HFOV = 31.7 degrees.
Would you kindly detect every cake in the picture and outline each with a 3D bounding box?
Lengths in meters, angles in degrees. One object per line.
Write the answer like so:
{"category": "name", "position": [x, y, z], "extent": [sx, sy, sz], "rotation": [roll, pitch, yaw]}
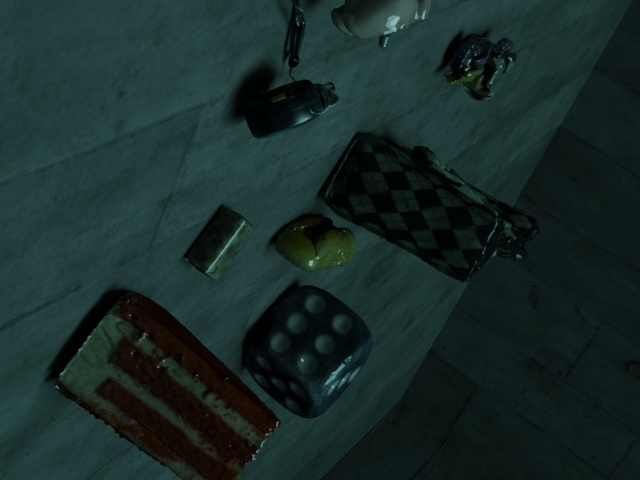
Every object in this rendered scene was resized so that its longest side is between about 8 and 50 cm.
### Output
{"category": "cake", "position": [-0.195, 0.201, 1.474], "extent": [0.158, 0.262, 0.159], "rotation": [-50, -176, 0]}

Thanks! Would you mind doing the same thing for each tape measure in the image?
{"category": "tape measure", "position": [-0.057, -0.215, 1.384], "extent": [0.107, 0.104, 0.180], "rotation": [-25, 119, -18]}

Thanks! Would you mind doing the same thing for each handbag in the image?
{"category": "handbag", "position": [0.221, -0.055, 2.026], "extent": [0.180, 0.316, 0.416], "rotation": [-64, 164, 9]}

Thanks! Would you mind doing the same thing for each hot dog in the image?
{"category": "hot dog", "position": [0.000, 0.000, 1.920], "extent": [0.073, 0.084, 0.242], "rotation": [-62, 163, 11]}

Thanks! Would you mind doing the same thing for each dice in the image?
{"category": "dice", "position": [-0.022, 0.207, 2.098], "extent": [0.182, 0.181, 0.183], "rotation": [-47, 165, -27]}

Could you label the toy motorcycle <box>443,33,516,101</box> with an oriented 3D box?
{"category": "toy motorcycle", "position": [0.297, -0.319, 2.118], "extent": [0.229, 0.094, 0.130], "rotation": [-16, 141, -59]}

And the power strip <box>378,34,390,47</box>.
{"category": "power strip", "position": [0.116, -0.379, 1.518], "extent": [0.093, 0.053, 0.288], "rotation": [-42, 161, -44]}

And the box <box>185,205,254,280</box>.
{"category": "box", "position": [-0.140, 0.004, 1.574], "extent": [0.098, 0.045, 0.062], "rotation": [-53, 164, -1]}

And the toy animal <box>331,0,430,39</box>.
{"category": "toy animal", "position": [0.059, -0.353, 1.350], "extent": [0.124, 0.124, 0.213], "rotation": [-32, 121, -55]}
